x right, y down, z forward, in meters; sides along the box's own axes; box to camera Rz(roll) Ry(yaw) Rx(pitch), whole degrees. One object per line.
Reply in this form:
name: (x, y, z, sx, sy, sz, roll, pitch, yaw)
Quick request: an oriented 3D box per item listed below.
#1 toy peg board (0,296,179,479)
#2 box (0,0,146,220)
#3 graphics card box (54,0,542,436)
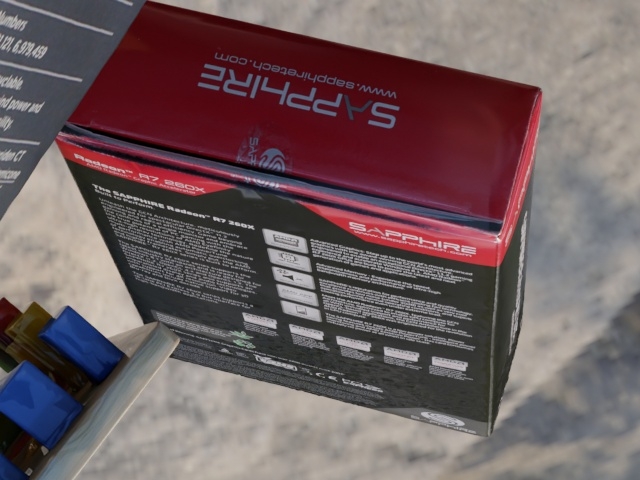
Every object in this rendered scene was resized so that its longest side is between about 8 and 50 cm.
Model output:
toy peg board: (-0.167, 0.092, 0.963, 0.079, 0.161, 0.161, 41, 69, -12)
box: (-0.180, -0.220, 0.750, 0.293, 0.212, 0.395, 36, 97, 8)
graphics card box: (0.000, 0.000, 1.125, 0.233, 0.094, 0.371, 13, 160, 9)
